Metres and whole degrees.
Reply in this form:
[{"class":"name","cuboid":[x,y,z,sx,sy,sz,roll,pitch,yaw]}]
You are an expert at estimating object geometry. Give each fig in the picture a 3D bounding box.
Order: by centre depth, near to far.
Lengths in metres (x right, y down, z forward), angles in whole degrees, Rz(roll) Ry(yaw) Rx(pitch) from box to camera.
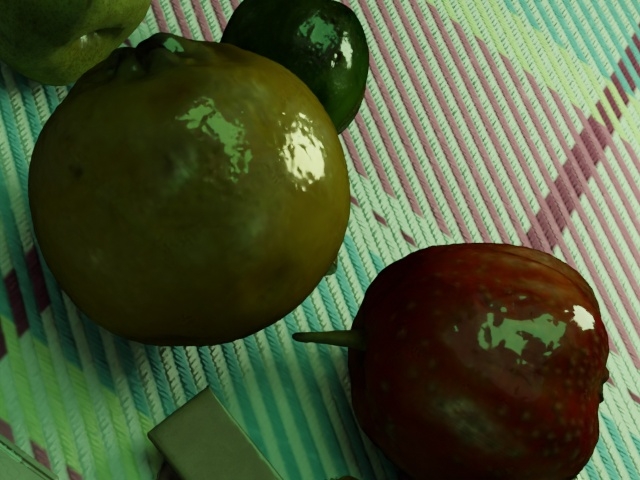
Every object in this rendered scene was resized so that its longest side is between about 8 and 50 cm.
[{"class":"fig","cuboid":[-0.043,-0.177,1.892,0.195,0.195,0.245,27,63,-8]}]

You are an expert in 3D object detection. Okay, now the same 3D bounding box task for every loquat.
[{"class":"loquat","cuboid":[-0.130,-0.049,1.613,0.328,0.328,0.328,17,45,-18]}]

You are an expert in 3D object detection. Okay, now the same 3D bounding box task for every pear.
[{"class":"pear","cuboid":[-0.296,-0.296,1.798,0.188,0.228,0.211,-16,70,-51]}]

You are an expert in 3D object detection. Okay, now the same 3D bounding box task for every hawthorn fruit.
[{"class":"hawthorn fruit","cuboid":[0.133,0.127,1.687,0.330,0.287,0.287,12,46,-5]}]

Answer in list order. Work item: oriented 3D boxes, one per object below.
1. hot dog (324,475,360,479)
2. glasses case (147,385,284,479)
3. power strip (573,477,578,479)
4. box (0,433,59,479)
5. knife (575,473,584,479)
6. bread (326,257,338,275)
[{"class":"hot dog","cuboid":[0.055,0.315,1.600,0.108,0.059,0.191,-32,75,-38]},{"class":"glasses case","cuboid":[-0.090,0.248,1.568,0.102,0.070,0.193,-37,74,-16]},{"class":"power strip","cuboid":[0.232,0.302,1.707,0.042,0.075,0.175,38,43,5]},{"class":"box","cuboid":[-0.328,0.248,1.439,0.109,0.029,0.198,36,43,1]},{"class":"knife","cuboid":[0.305,0.361,1.742,0.043,0.020,0.293,4,49,-26]},{"class":"bread","cuboid":[0.000,0.000,1.863,0.047,0.036,0.083,28,41,-20]}]
